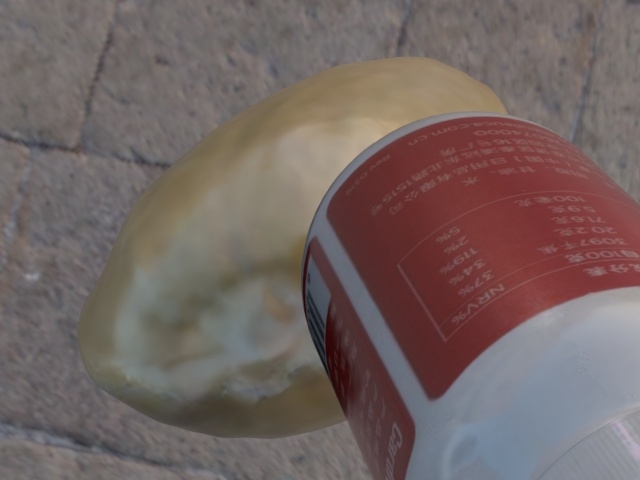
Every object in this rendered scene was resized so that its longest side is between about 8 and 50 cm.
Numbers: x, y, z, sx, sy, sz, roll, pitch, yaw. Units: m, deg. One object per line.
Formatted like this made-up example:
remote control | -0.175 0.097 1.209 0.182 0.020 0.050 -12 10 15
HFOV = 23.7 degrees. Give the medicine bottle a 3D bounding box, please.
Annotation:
medicine bottle | 0.076 0.051 0.499 0.131 0.131 0.250 -27 26 -1

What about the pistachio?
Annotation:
pistachio | 0.000 0.000 0.783 0.182 0.162 0.293 -1 28 42
